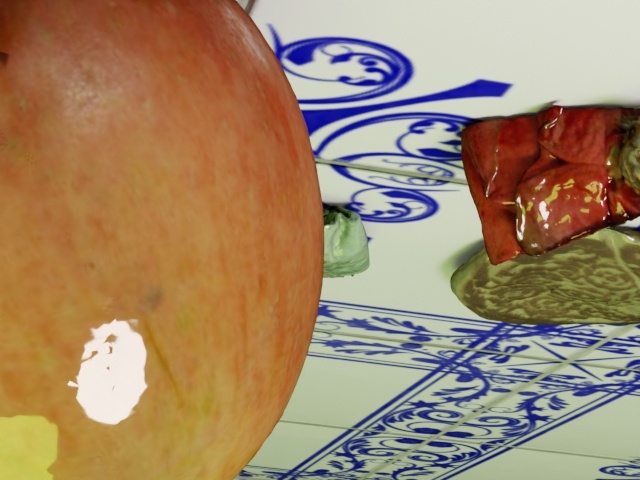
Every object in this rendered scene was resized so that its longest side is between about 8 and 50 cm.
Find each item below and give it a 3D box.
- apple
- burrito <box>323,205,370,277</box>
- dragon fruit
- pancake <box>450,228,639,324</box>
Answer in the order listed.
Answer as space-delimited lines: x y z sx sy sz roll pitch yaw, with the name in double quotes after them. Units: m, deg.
-0.172 0.015 0.892 0.364 0.364 0.364 4 162 1 "apple"
0.004 0.001 1.349 0.074 0.044 0.118 7 166 5 "burrito"
0.196 -0.033 1.111 0.192 0.092 0.122 -10 158 38 "dragon fruit"
0.236 0.039 1.429 0.250 0.031 0.250 3 162 1 "pancake"
